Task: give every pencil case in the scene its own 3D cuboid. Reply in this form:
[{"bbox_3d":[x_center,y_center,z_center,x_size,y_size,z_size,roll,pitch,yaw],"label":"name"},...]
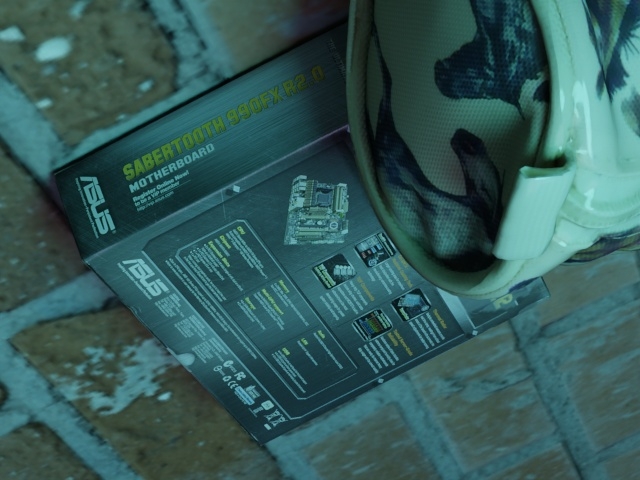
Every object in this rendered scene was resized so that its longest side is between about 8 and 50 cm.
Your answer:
[{"bbox_3d":[0.198,-0.069,0.808,0.410,0.183,0.160,-6,124,-34],"label":"pencil case"}]

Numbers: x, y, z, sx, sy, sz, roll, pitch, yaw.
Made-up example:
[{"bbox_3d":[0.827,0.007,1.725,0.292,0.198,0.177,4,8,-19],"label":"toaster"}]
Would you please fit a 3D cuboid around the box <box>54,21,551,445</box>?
[{"bbox_3d":[0.000,0.000,0.934,0.183,0.056,0.231,-28,147,6],"label":"box"}]
